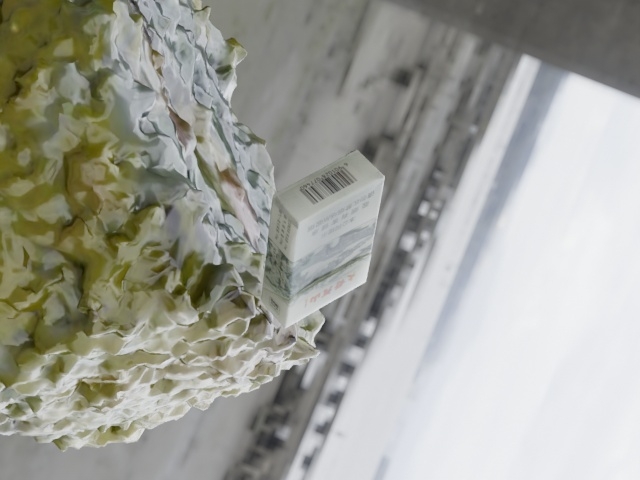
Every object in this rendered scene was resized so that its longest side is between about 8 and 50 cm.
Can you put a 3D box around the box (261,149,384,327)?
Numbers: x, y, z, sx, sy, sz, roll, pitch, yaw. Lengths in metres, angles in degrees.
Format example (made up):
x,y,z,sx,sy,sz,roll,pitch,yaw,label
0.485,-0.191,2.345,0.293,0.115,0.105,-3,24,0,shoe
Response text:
x,y,z,sx,sy,sz,roll,pitch,yaw,label
0.000,0.000,0.875,0.054,0.024,0.083,-31,151,-28,box

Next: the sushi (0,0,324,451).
x,y,z,sx,sy,sz,roll,pitch,yaw,label
-0.169,-0.053,1.260,0.396,0.240,0.351,42,31,-71,sushi
